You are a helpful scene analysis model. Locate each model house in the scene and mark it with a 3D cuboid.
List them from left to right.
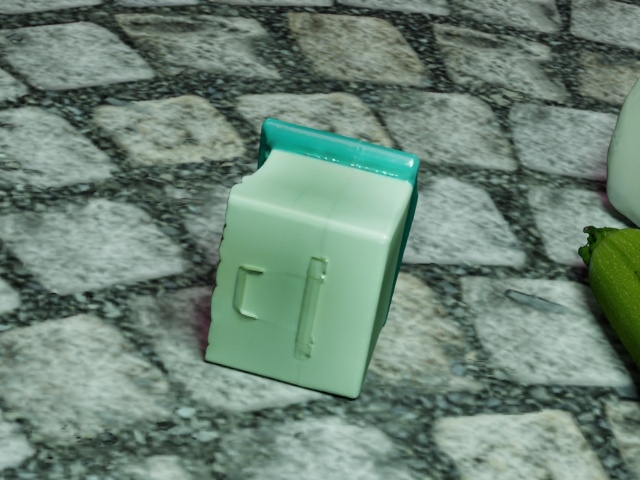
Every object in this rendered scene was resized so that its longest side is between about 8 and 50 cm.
[{"bbox_3d":[0.000,0.000,1.103,0.100,0.127,0.149,16,32,8],"label":"model house"}]

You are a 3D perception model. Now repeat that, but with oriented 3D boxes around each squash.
[{"bbox_3d":[0.221,0.062,1.134,0.069,0.069,0.258,4,30,-12],"label":"squash"}]

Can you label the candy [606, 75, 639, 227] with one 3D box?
[{"bbox_3d":[0.392,-0.018,1.251,0.208,0.145,0.358,-12,37,-35],"label":"candy"}]
